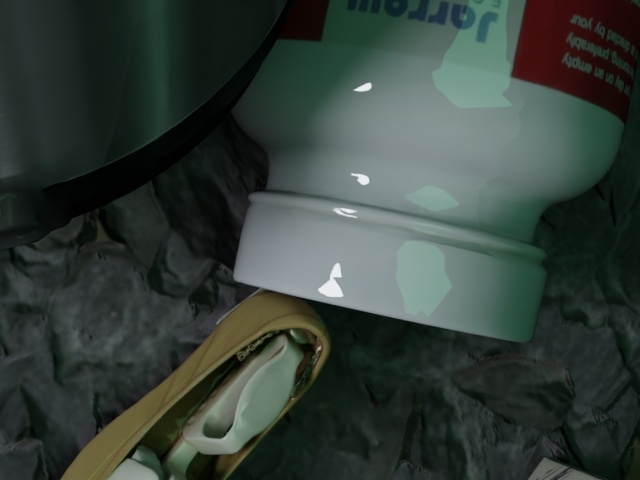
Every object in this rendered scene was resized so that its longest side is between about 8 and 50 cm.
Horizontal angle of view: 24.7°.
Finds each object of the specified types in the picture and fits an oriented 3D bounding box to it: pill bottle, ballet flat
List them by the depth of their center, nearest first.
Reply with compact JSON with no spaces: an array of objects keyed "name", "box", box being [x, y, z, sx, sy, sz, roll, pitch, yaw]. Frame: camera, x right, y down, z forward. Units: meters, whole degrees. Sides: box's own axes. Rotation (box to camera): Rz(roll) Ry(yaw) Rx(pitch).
[{"name":"pill bottle","box":[0.074,-0.158,0.825,0.229,0.229,0.407,12,88,-24]},{"name":"ballet flat","box":[-0.081,0.122,0.864,0.080,0.073,0.232,44,80,-25]}]

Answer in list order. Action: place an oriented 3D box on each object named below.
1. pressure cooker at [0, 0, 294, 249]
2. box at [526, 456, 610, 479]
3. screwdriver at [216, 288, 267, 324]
[{"name":"pressure cooker","box":[-0.176,-0.197,0.622,0.370,0.420,0.375,-26,69,-14]},{"name":"box","box":[0.127,0.288,0.961,0.113,0.094,0.275,44,77,-21]},{"name":"screwdriver","box":[0.000,0.000,0.927,0.170,0.024,0.025,-32,76,-11]}]
